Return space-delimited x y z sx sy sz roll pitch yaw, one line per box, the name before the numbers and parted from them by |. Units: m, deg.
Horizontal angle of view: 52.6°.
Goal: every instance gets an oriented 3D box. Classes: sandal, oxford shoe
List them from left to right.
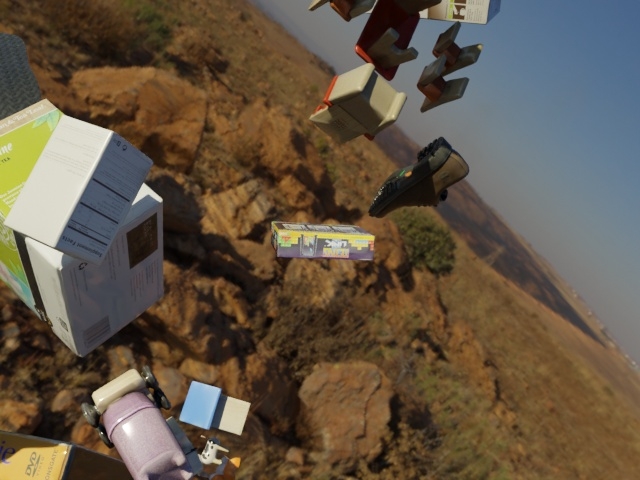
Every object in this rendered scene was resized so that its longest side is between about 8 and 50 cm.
sandal | -0.662 -0.302 1.334 0.168 0.106 0.445 -1 37 -21
oxford shoe | 0.167 -0.084 1.137 0.096 0.227 0.082 37 54 -16

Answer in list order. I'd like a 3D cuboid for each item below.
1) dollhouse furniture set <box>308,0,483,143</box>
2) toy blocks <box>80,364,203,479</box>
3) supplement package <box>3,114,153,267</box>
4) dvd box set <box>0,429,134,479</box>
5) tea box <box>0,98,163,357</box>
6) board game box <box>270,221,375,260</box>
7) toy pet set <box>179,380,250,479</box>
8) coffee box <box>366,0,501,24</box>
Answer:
dollhouse furniture set | 0.089 -0.287 1.012 0.262 0.259 0.135 36 -25 -24
toy blocks | -0.173 0.329 0.489 0.260 0.309 0.288 37 -29 44
supplement package | -0.344 -0.069 0.932 0.105 0.179 0.105 21 -10 24
dvd box set | -0.472 0.277 0.847 0.421 0.062 0.307 9 -25 5
tea box | -0.480 -0.017 1.209 0.324 0.220 0.329 39 -35 16
board game box | 0.000 0.000 1.179 0.171 0.048 0.141 3 9 -9
toy pet set | -0.119 0.210 0.669 0.065 0.114 0.122 19 -16 -10
coffee box | 0.216 -0.487 1.249 0.247 0.098 0.141 12 31 19
